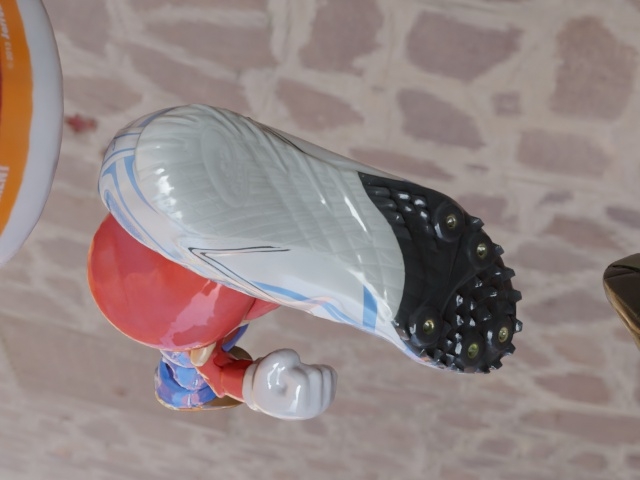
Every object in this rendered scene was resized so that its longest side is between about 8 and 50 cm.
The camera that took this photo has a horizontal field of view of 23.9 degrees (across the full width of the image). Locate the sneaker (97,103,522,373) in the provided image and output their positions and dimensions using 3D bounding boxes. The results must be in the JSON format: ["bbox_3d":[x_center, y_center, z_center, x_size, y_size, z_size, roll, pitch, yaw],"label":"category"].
[{"bbox_3d":[0.000,0.000,0.754,0.237,0.085,0.086,27,167,-24],"label":"sneaker"}]

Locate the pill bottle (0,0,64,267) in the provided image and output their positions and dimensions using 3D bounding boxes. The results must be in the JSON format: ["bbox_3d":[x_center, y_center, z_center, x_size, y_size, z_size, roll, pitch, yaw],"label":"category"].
[{"bbox_3d":[-0.358,-0.083,0.820,0.224,0.224,0.392,-11,171,44],"label":"pill bottle"}]

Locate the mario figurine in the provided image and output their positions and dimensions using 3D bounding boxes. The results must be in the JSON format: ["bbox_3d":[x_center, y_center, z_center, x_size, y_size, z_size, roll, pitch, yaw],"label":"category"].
[{"bbox_3d":[-0.063,0.031,1.079,0.198,0.170,0.320,28,163,0],"label":"mario figurine"}]

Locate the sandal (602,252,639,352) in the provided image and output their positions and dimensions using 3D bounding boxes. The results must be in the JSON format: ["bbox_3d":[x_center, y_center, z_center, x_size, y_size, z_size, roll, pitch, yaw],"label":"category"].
[{"bbox_3d":[0.229,0.078,0.922,0.090,0.219,0.060,-14,119,-5],"label":"sandal"}]
